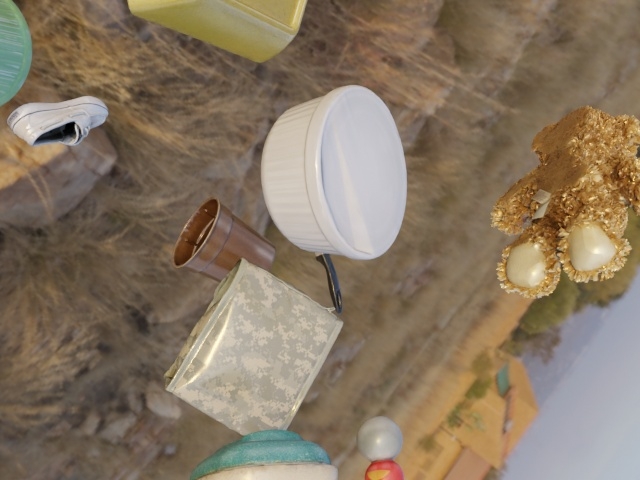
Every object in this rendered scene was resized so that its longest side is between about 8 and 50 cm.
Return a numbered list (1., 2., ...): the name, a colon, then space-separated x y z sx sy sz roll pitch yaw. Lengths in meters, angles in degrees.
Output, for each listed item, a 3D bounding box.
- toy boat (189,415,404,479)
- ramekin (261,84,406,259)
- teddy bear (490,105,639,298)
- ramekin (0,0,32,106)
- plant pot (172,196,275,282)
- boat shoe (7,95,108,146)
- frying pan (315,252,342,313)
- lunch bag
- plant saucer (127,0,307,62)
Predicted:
1. toy boat: -0.026 0.316 1.088 0.319 0.148 0.267 5 154 -24
2. ramekin: 0.019 -0.101 1.244 0.273 0.127 0.272 8 80 -57
3. teddy bear: 0.347 -0.045 1.075 0.245 0.113 0.338 -36 -160 26
4. ramekin: -0.822 -0.439 1.779 0.303 0.303 0.148 -57 178 9
5. plant pot: -0.195 0.021 1.659 0.167 0.165 0.166 -40 -149 30
6. boat shoe: -0.528 -0.236 1.653 0.095 0.084 0.258 -45 171 32
7. frying pan: 0.013 -0.014 1.839 0.197 0.053 0.326 -41 116 -53
8. lunch bag: -0.122 0.203 1.490 0.287 0.235 0.169 -58 -170 -6
9. plant saucer: -0.086 -0.422 1.072 0.333 0.081 0.332 0 110 -63
